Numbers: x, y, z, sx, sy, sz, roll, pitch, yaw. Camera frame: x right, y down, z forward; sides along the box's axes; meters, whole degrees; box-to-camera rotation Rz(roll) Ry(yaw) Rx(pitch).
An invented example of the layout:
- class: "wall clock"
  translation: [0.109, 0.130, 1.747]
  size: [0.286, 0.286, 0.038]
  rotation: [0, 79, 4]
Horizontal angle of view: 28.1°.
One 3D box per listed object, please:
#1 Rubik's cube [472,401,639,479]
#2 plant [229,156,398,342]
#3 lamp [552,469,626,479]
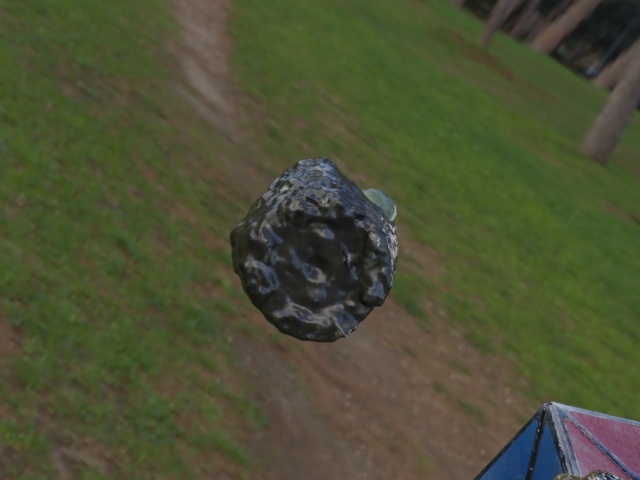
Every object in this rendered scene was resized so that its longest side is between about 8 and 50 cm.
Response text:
- class: "Rubik's cube"
  translation: [0.376, 0.409, 1.777]
  size: [0.255, 0.260, 0.259]
  rotation: [17, 42, -24]
- class: "plant"
  translation: [-0.001, -0.002, 1.194]
  size: [0.146, 0.149, 0.274]
  rotation: [58, 7, -5]
- class: "lamp"
  translation: [0.243, 0.364, 1.286]
  size: [0.177, 0.274, 0.177]
  rotation: [26, 16, -8]
